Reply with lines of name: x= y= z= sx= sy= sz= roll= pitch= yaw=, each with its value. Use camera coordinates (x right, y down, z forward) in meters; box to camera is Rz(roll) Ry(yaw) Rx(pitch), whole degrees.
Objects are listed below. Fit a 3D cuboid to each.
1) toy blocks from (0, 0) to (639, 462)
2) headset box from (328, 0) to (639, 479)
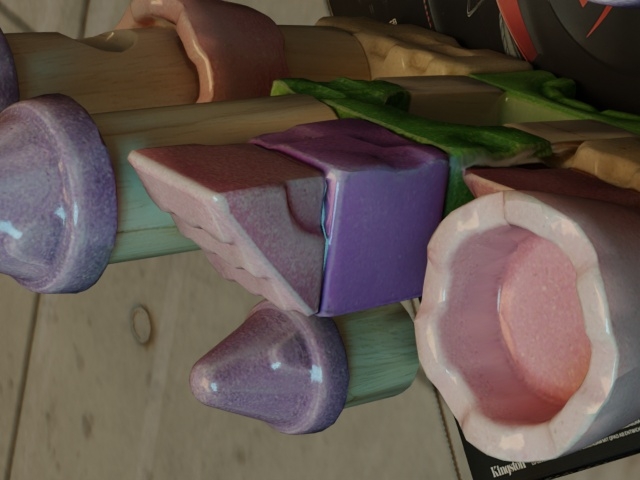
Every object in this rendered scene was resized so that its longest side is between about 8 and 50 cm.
toy blocks: x=0.000 y=0.000 z=0.535 sx=0.288 sy=0.260 sz=0.309 roll=26 pitch=116 yaw=45
headset box: x=0.117 y=-0.077 z=0.672 sx=0.218 sy=0.110 sz=0.293 roll=-30 pitch=74 yaw=51
